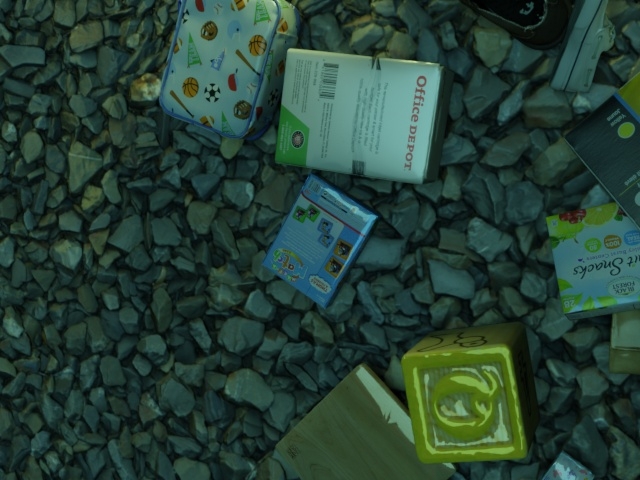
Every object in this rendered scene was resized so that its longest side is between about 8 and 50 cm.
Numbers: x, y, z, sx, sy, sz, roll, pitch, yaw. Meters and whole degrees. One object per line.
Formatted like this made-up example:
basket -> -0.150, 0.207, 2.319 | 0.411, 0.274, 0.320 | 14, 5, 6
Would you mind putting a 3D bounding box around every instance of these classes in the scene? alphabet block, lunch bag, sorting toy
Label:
alphabet block -> 0.266, 0.260, 1.417 | 0.192, 0.197, 0.193 | -11, 92, 23
lunch bag -> 0.436, 0.422, 1.445 | 0.071, 0.053, 0.083 | 34, 116, 17
lunch bag -> -0.182, -0.360, 1.576 | 0.243, 0.115, 0.303 | 24, 105, 20
sorting toy -> 0.093, 0.402, 1.558 | 0.257, 0.089, 0.255 | 47, 109, 11

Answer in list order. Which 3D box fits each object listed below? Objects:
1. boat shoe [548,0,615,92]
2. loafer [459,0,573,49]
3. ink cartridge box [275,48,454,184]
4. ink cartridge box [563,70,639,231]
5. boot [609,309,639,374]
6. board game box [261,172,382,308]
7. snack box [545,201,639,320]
boat shoe -> 0.437, -0.333, 1.313 | 0.075, 0.226, 0.083 | 13, 56, 5
loafer -> 0.266, -0.462, 1.375 | 0.366, 0.130, 0.134 | 36, 107, 14
ink cartridge box -> 0.080, -0.224, 1.479 | 0.289, 0.121, 0.211 | 11, 100, 20
ink cartridge box -> 0.582, -0.150, 1.253 | 0.303, 0.072, 0.307 | -42, 52, 19
boot -> 0.614, 0.219, 1.338 | 0.269, 0.089, 0.236 | 4, 84, 20
board game box -> 0.000, 0.000, 1.579 | 0.160, 0.039, 0.211 | 34, 106, 15
snack box -> 0.494, 0.027, 1.343 | 0.207, 0.070, 0.174 | -13, 70, 23
